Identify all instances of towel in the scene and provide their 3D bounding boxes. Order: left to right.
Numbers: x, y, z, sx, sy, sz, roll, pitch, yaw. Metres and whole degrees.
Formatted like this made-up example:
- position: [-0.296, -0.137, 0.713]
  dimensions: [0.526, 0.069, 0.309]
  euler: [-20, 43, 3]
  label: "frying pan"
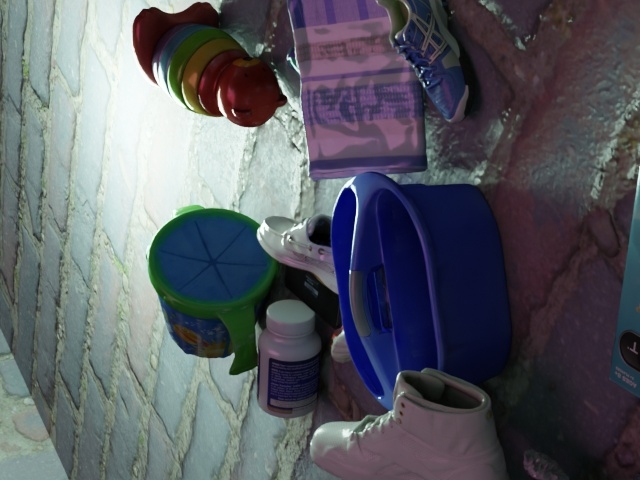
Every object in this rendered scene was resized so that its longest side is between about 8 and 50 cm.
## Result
- position: [0.051, -0.229, 1.633]
  dimensions: [0.209, 0.034, 0.284]
  euler: [0, 101, 36]
  label: "towel"

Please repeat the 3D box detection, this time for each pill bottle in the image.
- position: [-0.054, 0.204, 1.980]
  dimensions: [0.112, 0.112, 0.186]
  euler: [38, 133, 49]
  label: "pill bottle"

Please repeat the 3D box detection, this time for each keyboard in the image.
- position: [-0.006, 0.065, 1.930]
  dimensions: [0.180, 0.023, 0.108]
  euler: [37, 128, 48]
  label: "keyboard"

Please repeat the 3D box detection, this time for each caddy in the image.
- position: [0.118, 0.069, 1.559]
  dimensions: [0.241, 0.179, 0.341]
  euler: [4, 105, 61]
  label: "caddy"

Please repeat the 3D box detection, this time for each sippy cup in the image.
- position: [-0.201, 0.097, 2.104]
  dimensions: [0.224, 0.240, 0.305]
  euler: [98, -175, -51]
  label: "sippy cup"

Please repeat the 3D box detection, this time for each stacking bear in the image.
- position: [-0.180, -0.288, 1.973]
  dimensions: [0.289, 0.175, 0.164]
  euler: [35, 129, 40]
  label: "stacking bear"

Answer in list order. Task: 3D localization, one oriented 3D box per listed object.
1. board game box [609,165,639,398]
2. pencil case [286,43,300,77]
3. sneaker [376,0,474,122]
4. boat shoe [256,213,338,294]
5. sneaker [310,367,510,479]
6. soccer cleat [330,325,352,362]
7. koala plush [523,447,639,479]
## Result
- position: [0.421, 0.040, 1.121]
  dimensions: [0.254, 0.079, 0.336]
  euler: [34, 129, 51]
  label: "board game box"
- position: [0.006, -0.241, 1.747]
  dimensions: [0.151, 0.065, 0.070]
  euler: [59, 157, 31]
  label: "pencil case"
- position: [0.136, -0.249, 1.501]
  dimensions: [0.080, 0.081, 0.211]
  euler: [-40, 68, 56]
  label: "sneaker"
- position: [0.000, 0.000, 1.829]
  dimensions: [0.277, 0.098, 0.096]
  euler: [27, 124, 43]
  label: "boat shoe"
- position: [0.103, 0.233, 1.473]
  dimensions: [0.293, 0.108, 0.169]
  euler: [4, 117, 34]
  label: "sneaker"
- position: [0.073, 0.156, 1.789]
  dimensions: [0.076, 0.068, 0.196]
  euler: [62, 144, 20]
  label: "soccer cleat"
- position: [0.306, 0.351, 1.356]
  dimensions: [0.221, 0.203, 0.196]
  euler: [-149, 52, -67]
  label: "koala plush"
